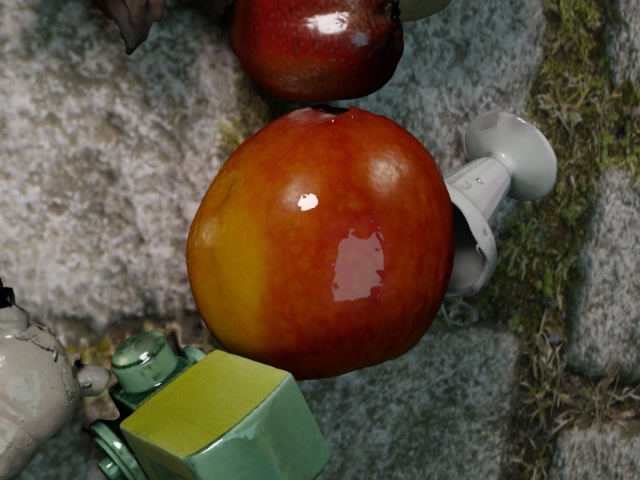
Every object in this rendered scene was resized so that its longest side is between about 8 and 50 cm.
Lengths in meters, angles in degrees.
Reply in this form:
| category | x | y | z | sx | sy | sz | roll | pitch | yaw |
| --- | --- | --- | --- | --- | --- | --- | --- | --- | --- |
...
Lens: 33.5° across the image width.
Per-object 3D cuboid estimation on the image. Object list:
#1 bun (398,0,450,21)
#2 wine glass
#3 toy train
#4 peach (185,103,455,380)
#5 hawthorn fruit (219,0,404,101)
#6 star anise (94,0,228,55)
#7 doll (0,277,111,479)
| category | x | y | z | sx | sy | sz | roll | pitch | yaw |
| --- | --- | --- | --- | --- | --- | --- | --- | --- | --- |
| bun | 0.104 | -0.370 | 1.128 | 0.273 | 0.168 | 0.273 | -13 | 112 | -33 |
| wine glass | 0.168 | -0.050 | 1.223 | 0.196 | 0.165 | 0.165 | -46 | 120 | -32 |
| toy train | -0.065 | 0.267 | 1.015 | 0.160 | 0.253 | 0.397 | -37 | 115 | -27 |
| peach | 0.000 | 0.000 | 1.046 | 0.281 | 0.238 | 0.281 | 0 | 85 | 3 |
| hawthorn fruit | -0.012 | -0.211 | 1.054 | 0.169 | 0.188 | 0.169 | -2 | 90 | -69 |
| star anise | -0.172 | -0.333 | 0.947 | 0.332 | 0.117 | 0.331 | 2 | 86 | -40 |
| doll | -0.283 | 0.147 | 0.934 | 0.149 | 0.095 | 0.192 | 40 | 74 | -31 |
